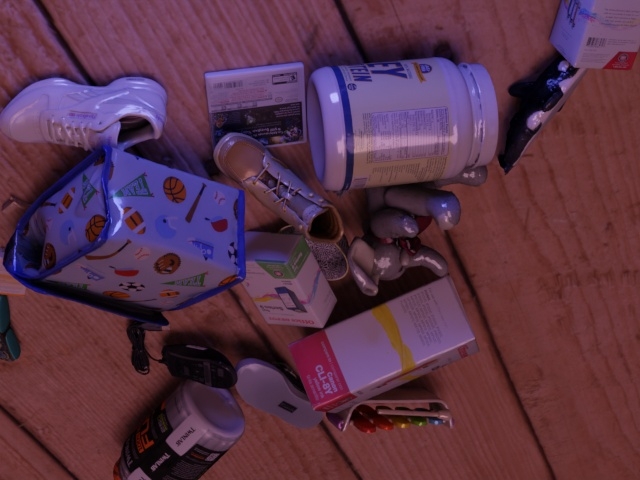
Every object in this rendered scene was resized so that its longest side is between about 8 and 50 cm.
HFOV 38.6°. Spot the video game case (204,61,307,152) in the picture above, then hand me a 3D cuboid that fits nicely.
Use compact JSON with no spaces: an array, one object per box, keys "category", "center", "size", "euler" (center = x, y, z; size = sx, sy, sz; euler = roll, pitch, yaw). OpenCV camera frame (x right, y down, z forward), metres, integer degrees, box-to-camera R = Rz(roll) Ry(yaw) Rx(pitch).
[{"category":"video game case","center":[-0.123,-0.257,1.784],"size":[0.190,0.022,0.173],"euler":[-8,127,-8]}]

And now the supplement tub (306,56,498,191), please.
[{"category":"supplement tub","center":[0.150,-0.224,1.737],"size":[0.325,0.235,0.235],"euler":[-7,128,-9]}]

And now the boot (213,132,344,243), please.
[{"category":"boot","center":[-0.077,-0.096,1.771],"size":[0.095,0.203,0.262],"euler":[-49,138,-2]}]

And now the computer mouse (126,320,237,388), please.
[{"category":"computer mouse","center":[-0.309,0.242,2.062],"size":[0.262,0.060,0.184],"euler":[7,132,14]}]

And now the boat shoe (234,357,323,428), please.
[{"category":"boat shoe","center":[-0.105,0.345,2.191],"size":[0.113,0.105,0.306],"euler":[-43,131,14]}]

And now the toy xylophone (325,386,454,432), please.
[{"category":"toy xylophone","center":[0.183,0.424,2.256],"size":[0.323,0.236,0.081],"euler":[4,96,-12]}]

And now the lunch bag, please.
[{"category":"lunch bag","center":[-0.381,0.020,1.761],"size":[0.328,0.238,0.385],"euler":[20,149,-40]}]

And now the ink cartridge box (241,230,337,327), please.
[{"category":"ink cartridge box","center":[-0.078,0.086,1.967],"size":[0.154,0.093,0.212],"euler":[3,139,32]}]

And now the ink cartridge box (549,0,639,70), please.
[{"category":"ink cartridge box","center":[0.538,-0.432,1.741],"size":[0.128,0.127,0.176],"euler":[1,126,-14]}]

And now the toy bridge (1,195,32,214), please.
[{"category":"toy bridge","center":[-0.555,-0.030,1.848],"size":[0.063,0.026,0.188],"euler":[-36,126,11]}]

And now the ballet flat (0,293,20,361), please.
[{"category":"ballet flat","center":[-0.695,0.187,1.958],"size":[0.070,0.070,0.188],"euler":[-6,124,-9]}]

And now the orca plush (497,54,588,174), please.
[{"category":"orca plush","center":[0.431,-0.279,1.882],"size":[0.151,0.102,0.287],"euler":[-35,159,-47]}]

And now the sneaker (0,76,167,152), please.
[{"category":"sneaker","center":[-0.428,-0.219,1.654],"size":[0.305,0.152,0.114],"euler":[-9,136,-6]}]

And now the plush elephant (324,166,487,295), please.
[{"category":"plush elephant","center":[0.167,-0.019,1.886],"size":[0.330,0.272,0.255],"euler":[3,117,16]}]

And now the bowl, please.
[{"category":"bowl","center":[0.000,0.000,1.951],"size":[0.170,0.080,0.170],"euler":[23,147,16]}]

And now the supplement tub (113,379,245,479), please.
[{"category":"supplement tub","center":[-0.344,0.488,2.185],"size":[0.194,0.193,0.316],"euler":[31,113,-31]}]

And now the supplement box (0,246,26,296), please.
[{"category":"supplement box","center":[-0.637,0.066,1.893],"size":[0.062,0.036,0.098],"euler":[8,124,-19]}]

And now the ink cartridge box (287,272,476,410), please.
[{"category":"ink cartridge box","center":[0.153,0.242,2.061],"size":[0.385,0.160,0.279],"euler":[-25,164,5]}]
